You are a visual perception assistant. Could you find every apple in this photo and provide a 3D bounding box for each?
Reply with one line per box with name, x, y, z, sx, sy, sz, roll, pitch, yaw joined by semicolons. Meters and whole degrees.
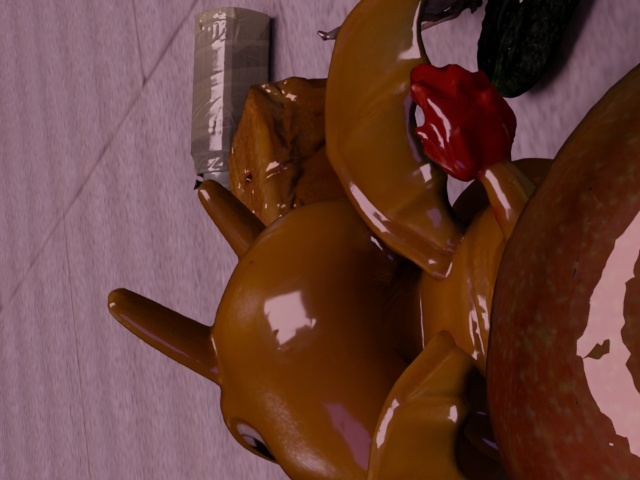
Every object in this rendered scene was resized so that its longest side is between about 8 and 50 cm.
apple;0.222;0.045;0.600;0.319;0.277;0.319;-11;66;27

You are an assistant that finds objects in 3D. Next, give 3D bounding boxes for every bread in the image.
bread;0.000;0.000;1.241;0.167;0.132;0.294;-51;45;50

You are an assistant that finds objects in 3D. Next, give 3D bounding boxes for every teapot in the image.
teapot;-0.087;-0.149;1.493;0.107;0.077;0.200;-1;86;43

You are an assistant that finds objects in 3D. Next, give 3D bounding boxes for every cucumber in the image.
cucumber;0.167;-0.211;1.004;0.074;0.074;0.241;60;139;47

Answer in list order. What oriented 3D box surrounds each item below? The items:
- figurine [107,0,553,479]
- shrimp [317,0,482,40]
figurine;0.074;0.033;0.938;0.387;0.268;0.400;-18;84;43
shrimp;0.067;-0.224;1.094;0.343;0.117;0.145;-161;79;-80
